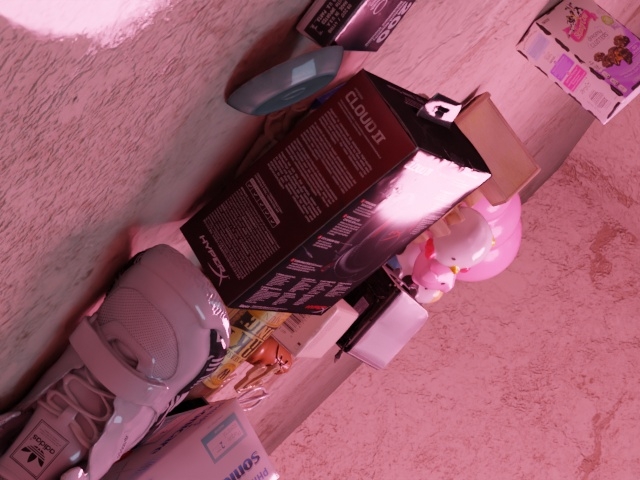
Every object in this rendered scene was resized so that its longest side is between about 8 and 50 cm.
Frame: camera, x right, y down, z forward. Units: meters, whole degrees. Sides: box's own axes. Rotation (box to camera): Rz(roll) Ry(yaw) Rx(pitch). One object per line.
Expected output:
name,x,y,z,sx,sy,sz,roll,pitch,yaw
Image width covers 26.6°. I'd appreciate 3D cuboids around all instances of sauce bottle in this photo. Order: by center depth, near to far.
sauce bottle,-0.136,0.116,1.670,0.344,0.111,0.111,-46,170,5

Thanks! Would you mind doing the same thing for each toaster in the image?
toaster,0.087,0.129,2.478,0.110,0.168,0.185,34,102,-35

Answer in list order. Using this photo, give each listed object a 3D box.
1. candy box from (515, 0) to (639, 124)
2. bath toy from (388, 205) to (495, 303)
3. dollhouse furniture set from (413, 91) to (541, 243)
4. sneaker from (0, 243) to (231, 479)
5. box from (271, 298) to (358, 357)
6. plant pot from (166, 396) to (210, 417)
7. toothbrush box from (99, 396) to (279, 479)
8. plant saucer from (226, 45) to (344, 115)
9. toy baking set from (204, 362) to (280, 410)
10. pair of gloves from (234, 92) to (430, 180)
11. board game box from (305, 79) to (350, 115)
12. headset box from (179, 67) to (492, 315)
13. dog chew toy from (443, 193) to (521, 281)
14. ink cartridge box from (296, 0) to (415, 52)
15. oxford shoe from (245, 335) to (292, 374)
candy box,0.450,-0.308,2.254,0.165,0.196,0.070,-39,167,-42
bath toy,0.206,0.037,2.544,0.129,0.151,0.348,-24,177,-22
dollhouse furniture set,0.236,-0.135,2.336,0.212,0.161,0.242,-42,-169,-27
sneaker,-0.226,0.160,1.375,0.210,0.137,0.366,-43,173,-38
box,-0.017,0.129,2.279,0.113,0.094,0.275,-48,171,0
plant pot,-0.235,0.352,2.020,0.188,0.187,0.167,-40,179,-39
toothbrush box,-0.234,0.327,1.718,0.295,0.126,0.216,-19,-168,42
plant saucer,-0.028,-0.143,1.249,0.119,0.021,0.119,-25,177,-2
toy baking set,-0.161,0.277,2.273,0.197,0.030,0.256,-21,161,-24
pair of gloves,-0.004,-0.090,1.516,0.240,0.042,0.204,-15,154,-39
board game box,0.005,-0.138,1.544,0.090,0.020,0.090,-34,165,-49
headset box,0.032,-0.050,1.436,0.293,0.110,0.218,-40,159,19
dog chew toy,0.303,-0.055,2.657,0.206,0.206,0.332,-44,162,-19
ink cartridge box,0.085,-0.271,1.298,0.206,0.045,0.208,-51,171,19
oxford shoe,-0.084,0.193,2.308,0.076,0.076,0.212,-46,169,4
